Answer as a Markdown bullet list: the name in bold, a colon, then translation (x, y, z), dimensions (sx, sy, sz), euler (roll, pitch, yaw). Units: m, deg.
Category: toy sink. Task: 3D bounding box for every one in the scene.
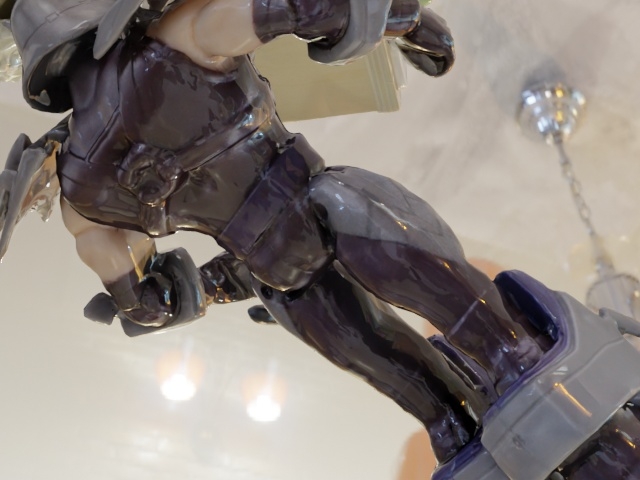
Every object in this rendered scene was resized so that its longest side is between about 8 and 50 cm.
- **toy sink**: translation (-0.002, -0.184, 0.902), dimensions (0.234, 0.153, 0.131), euler (-8, -37, 10)

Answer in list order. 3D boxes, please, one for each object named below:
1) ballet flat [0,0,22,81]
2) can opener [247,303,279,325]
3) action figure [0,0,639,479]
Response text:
- **ballet flat**: translation (-0.081, -0.235, 0.545), dimensions (0.147, 0.147, 0.409), euler (27, -70, -22)
- **can opener**: translation (-0.001, 0.046, 1.003), dimensions (0.073, 0.186, 0.059), euler (17, -73, 29)
- **action figure**: translation (0.000, 0.000, 0.405), dimensions (0.285, 0.099, 0.185), euler (41, -45, 2)
